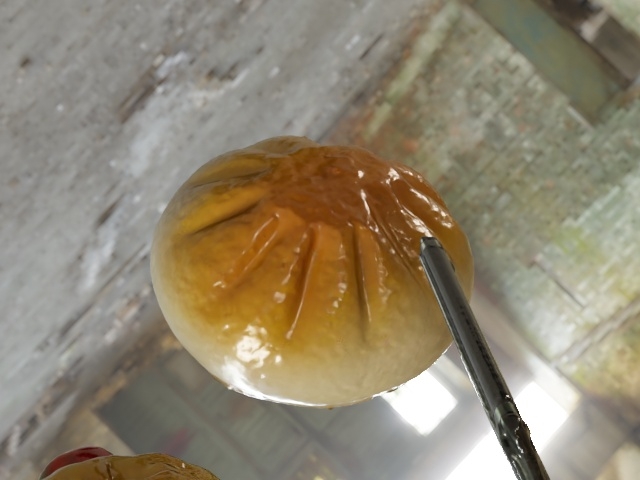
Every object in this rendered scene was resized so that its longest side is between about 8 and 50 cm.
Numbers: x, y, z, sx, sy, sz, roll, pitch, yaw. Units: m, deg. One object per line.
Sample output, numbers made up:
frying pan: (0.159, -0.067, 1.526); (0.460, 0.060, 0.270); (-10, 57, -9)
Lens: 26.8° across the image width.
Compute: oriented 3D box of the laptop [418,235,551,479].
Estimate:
laptop: (0.080, 0.082, 0.548); (0.016, 0.129, 0.180); (-24, -158, 5)

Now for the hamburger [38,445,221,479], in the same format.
hamburger: (-0.091, 0.200, 0.603); (0.237, 0.237, 0.149); (-45, 176, -34)

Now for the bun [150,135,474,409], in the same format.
bun: (0.000, 0.000, 1.203); (0.299, 0.299, 0.165); (-44, 156, -44)
